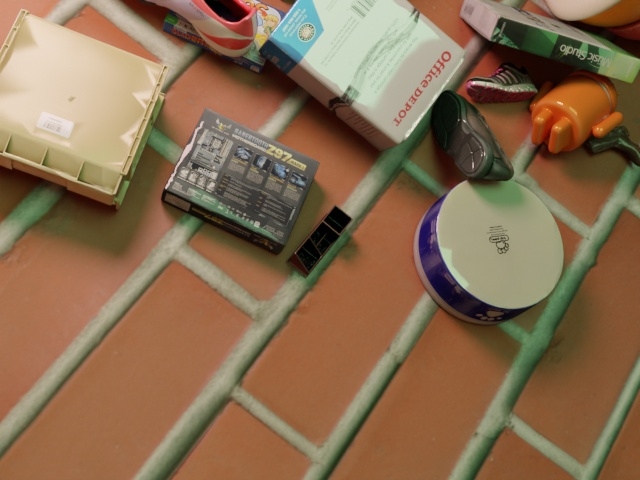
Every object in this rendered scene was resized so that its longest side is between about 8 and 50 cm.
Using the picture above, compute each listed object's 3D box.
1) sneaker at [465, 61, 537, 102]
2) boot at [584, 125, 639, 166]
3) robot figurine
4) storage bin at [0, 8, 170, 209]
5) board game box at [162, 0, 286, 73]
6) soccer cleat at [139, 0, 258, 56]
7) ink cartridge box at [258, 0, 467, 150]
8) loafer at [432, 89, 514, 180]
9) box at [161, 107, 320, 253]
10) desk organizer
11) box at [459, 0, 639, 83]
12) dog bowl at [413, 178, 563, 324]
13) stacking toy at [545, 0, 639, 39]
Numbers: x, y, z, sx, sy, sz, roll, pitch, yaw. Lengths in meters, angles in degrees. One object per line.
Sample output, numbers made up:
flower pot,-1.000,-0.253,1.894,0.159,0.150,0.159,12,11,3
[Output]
sneaker,0.367,-0.330,1.769,0.170,0.063,0.075,-4,72,-25
boot,0.615,-0.193,1.811,0.114,0.037,0.106,-11,61,-25
robot figurine,0.520,-0.270,1.760,0.219,0.158,0.128,-39,107,-26
storage bin,-0.419,-0.210,1.432,0.262,0.123,0.260,21,66,-10
board game box,-0.182,-0.418,1.635,0.201,0.035,0.136,23,65,-8
soccer cleat,-0.248,-0.459,1.544,0.318,0.116,0.109,35,64,-3
ink cartridge box,0.077,-0.348,1.591,0.307,0.129,0.223,38,81,-10
loafer,0.288,-0.193,1.638,0.084,0.096,0.267,16,33,-24
box,-0.139,-0.106,1.518,0.232,0.059,0.183,25,65,-7
desk organizer,0.000,0.000,1.529,0.047,0.050,0.130,40,64,-1
box,0.466,-0.417,1.762,0.322,0.059,0.232,12,25,-12
dog bowl,0.312,0.017,1.596,0.264,0.104,0.265,6,68,-16
stacking toy,0.762,-0.530,1.889,0.479,0.350,0.351,30,62,-26
